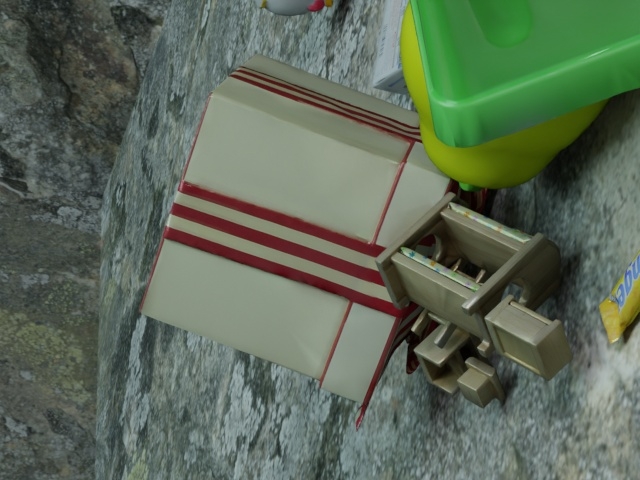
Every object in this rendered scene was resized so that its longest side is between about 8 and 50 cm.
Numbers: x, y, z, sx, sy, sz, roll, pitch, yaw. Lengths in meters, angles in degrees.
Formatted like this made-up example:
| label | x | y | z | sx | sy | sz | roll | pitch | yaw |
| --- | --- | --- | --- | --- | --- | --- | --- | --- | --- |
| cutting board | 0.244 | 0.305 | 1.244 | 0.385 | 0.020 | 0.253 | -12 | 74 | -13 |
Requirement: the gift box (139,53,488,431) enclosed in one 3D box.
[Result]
| label | x | y | z | sx | sy | sz | roll | pitch | yaw |
| --- | --- | --- | --- | --- | --- | --- | --- | --- | --- |
| gift box | 0.000 | 0.000 | 1.486 | 0.276 | 0.258 | 0.255 | -66 | -5 | -67 |

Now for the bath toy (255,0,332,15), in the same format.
| label | x | y | z | sx | sy | sz | roll | pitch | yaw |
| --- | --- | --- | --- | --- | --- | --- | --- | --- | --- |
| bath toy | 0.021 | -0.386 | 1.960 | 0.348 | 0.129 | 0.151 | 127 | 132 | -55 |

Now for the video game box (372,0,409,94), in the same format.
| label | x | y | z | sx | sy | sz | roll | pitch | yaw |
| --- | --- | --- | --- | --- | --- | --- | --- | --- | --- |
| video game box | 0.118 | -0.270 | 1.686 | 0.187 | 0.048 | 0.205 | 156 | 125 | -72 |

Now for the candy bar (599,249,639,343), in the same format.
| label | x | y | z | sx | sy | sz | roll | pitch | yaw |
| --- | --- | --- | --- | --- | --- | --- | --- | --- | --- |
| candy bar | 0.238 | 0.005 | 1.142 | 0.040 | 0.018 | 0.161 | -96 | 24 | -47 |

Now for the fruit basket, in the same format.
| label | x | y | z | sx | sy | sz | roll | pitch | yaw |
| --- | --- | --- | --- | --- | --- | --- | --- | --- | --- |
| fruit basket | 0.170 | -0.199 | 1.228 | 0.392 | 0.283 | 0.392 | -20 | -90 | -77 |

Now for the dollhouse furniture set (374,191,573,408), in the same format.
| label | x | y | z | sx | sy | sz | roll | pitch | yaw |
| --- | --- | --- | --- | --- | --- | --- | --- | --- | --- |
| dollhouse furniture set | 0.161 | 0.070 | 1.313 | 0.182 | 0.101 | 0.161 | 29 | 153 | 44 |
